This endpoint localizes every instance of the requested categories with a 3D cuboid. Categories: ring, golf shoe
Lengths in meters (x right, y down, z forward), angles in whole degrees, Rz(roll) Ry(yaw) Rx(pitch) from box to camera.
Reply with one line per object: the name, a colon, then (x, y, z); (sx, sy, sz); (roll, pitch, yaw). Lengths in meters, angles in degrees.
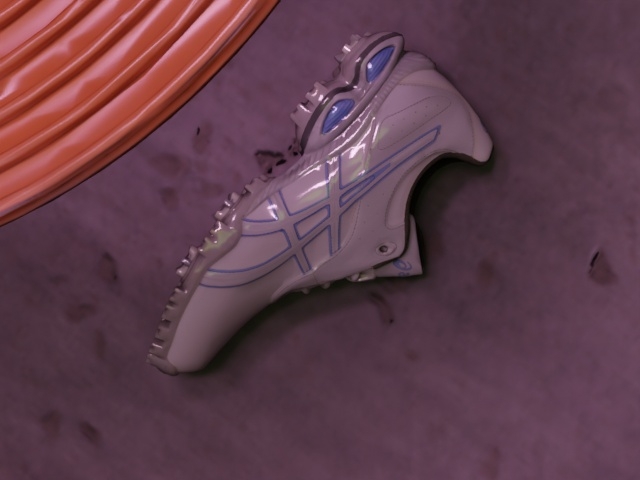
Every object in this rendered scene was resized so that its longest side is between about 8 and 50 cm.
ring: (-0.141, -0.156, 0.324); (0.336, 0.032, 0.337); (0, 92, 9)
golf shoe: (0.000, 0.000, 0.621); (0.086, 0.069, 0.176); (39, 98, -1)
